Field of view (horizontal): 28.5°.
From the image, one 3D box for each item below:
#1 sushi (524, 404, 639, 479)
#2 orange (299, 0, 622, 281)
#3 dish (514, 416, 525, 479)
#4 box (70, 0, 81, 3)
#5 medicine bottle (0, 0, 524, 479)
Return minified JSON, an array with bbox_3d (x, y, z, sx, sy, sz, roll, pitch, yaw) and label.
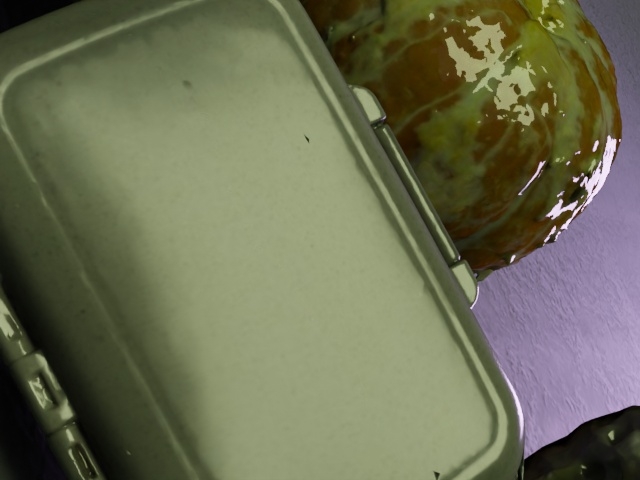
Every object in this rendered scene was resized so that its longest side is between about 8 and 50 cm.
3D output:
[{"bbox_3d":[0.289,0.317,0.959,0.294,0.281,0.299,53,26,-27],"label":"sushi"},{"bbox_3d":[0.090,-0.129,1.021,0.329,0.249,0.329,39,30,-28],"label":"orange"},{"bbox_3d":[0.086,0.185,0.880,0.182,0.080,0.243,16,72,-46],"label":"dish"},{"bbox_3d":[-0.082,-0.241,0.805,0.106,0.264,0.337,45,32,16],"label":"box"},{"bbox_3d":[-0.052,0.031,0.745,0.282,0.123,0.375,-28,87,-28],"label":"medicine bottle"}]
